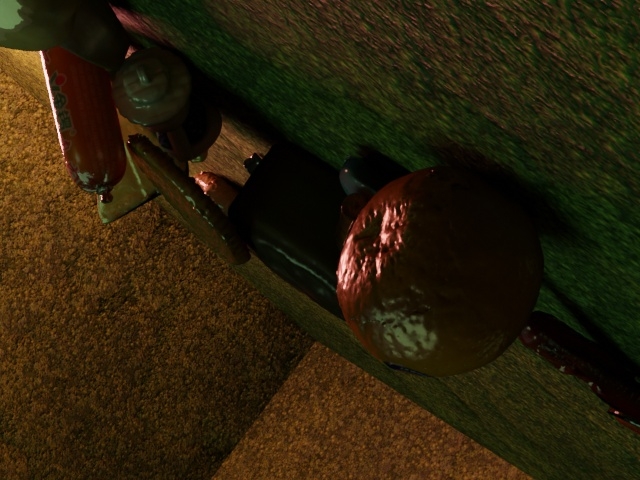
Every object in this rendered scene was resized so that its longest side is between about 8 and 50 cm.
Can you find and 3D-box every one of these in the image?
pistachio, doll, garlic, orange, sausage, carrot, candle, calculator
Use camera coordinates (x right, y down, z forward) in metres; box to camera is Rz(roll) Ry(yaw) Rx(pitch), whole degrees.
[{"bbox_3d":[-0.398,-0.352,1.590,0.299,0.187,0.187,43,172,-10],"label":"pistachio"},{"bbox_3d":[-0.221,-0.192,1.996,0.293,0.119,0.138,55,-154,-72],"label":"doll"},{"bbox_3d":[-0.355,-0.326,1.795,0.318,0.112,0.143,49,-175,-49],"label":"garlic"},{"bbox_3d":[0.123,0.033,1.390,0.193,0.219,0.219,8,-173,-27],"label":"orange"},{"bbox_3d":[-0.339,-0.198,1.938,0.093,0.093,0.312,69,-173,-76],"label":"sausage"},{"bbox_3d":[0.045,-0.020,1.672,0.055,0.055,0.161,36,166,9],"label":"carrot"},{"bbox_3d":[0.313,0.144,1.666,0.302,0.059,0.084,30,-174,-35],"label":"candle"},{"bbox_3d":[0.144,-0.010,1.645,0.293,0.051,0.173,34,171,24],"label":"calculator"}]

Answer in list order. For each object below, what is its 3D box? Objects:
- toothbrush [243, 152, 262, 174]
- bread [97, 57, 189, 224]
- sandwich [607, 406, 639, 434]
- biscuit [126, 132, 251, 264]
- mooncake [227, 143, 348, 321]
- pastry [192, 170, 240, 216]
[{"bbox_3d":[-0.056,-0.070,2.301,0.297,0.030,0.030,46,-165,-56],"label":"toothbrush"},{"bbox_3d":[-0.344,-0.186,2.139,0.264,0.163,0.167,53,-167,-29],"label":"bread"},{"bbox_3d":[0.446,0.255,1.947,0.069,0.026,0.101,30,173,21],"label":"sandwich"},{"bbox_3d":[-0.189,-0.060,1.958,0.254,0.035,0.254,45,171,10],"label":"biscuit"},{"bbox_3d":[0.000,0.000,1.991,0.284,0.155,0.284,37,171,7],"label":"mooncake"},{"bbox_3d":[-0.184,-0.058,2.713,0.182,0.093,0.192,41,176,-33],"label":"pastry"}]
